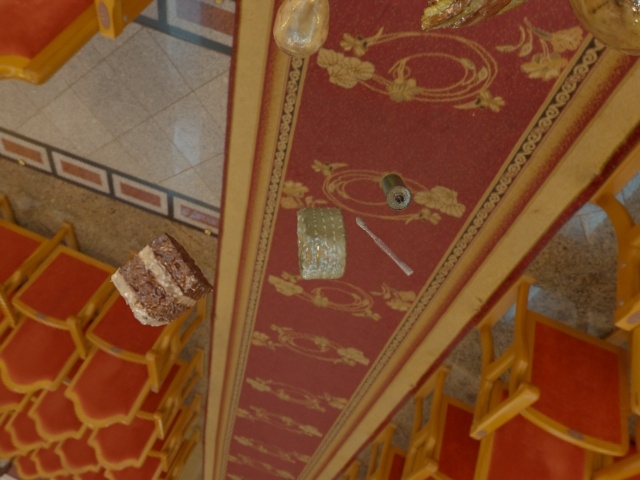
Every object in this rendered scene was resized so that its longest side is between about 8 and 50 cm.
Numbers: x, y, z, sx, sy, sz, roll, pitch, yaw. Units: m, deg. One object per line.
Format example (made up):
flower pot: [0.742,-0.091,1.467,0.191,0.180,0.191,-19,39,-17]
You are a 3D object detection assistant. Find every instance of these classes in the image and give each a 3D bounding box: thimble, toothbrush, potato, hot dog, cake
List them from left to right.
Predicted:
cake: [-0.320,0.085,0.894,0.135,0.147,0.134,51,169,15]
potato: [-0.052,-0.622,1.257,0.161,0.128,0.235,21,158,5]
thimble: [0.000,0.000,0.615,0.062,0.110,0.084,0,145,-9]
toothbrush: [0.142,0.010,1.016,0.194,0.014,0.017,50,155,28]
hot dog: [0.282,-0.453,0.806,0.123,0.261,0.093,-26,87,61]

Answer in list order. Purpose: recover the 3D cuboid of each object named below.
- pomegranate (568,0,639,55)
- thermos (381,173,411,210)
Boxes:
pomegranate: [0.508,-0.411,0.609,0.322,0.322,0.322,13,136,13]
thermos: [0.230,-0.153,1.352,0.073,0.188,0.083,-31,109,13]
